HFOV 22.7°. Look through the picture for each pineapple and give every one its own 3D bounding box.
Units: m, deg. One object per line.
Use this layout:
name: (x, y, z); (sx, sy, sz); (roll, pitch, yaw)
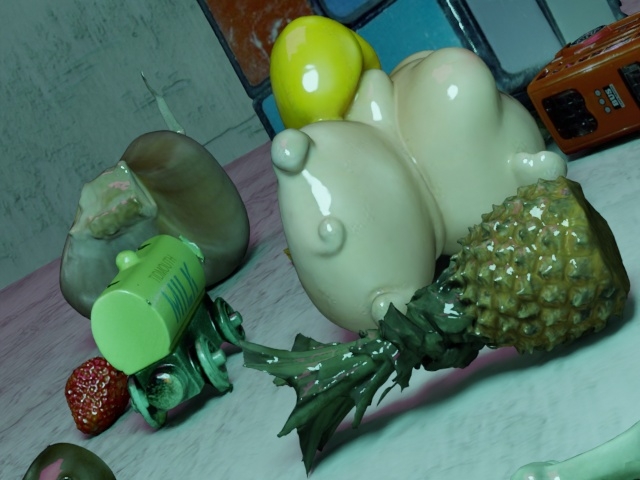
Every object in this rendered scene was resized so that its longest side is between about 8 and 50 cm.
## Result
pineapple: (0.078, 0.057, 1.127); (0.277, 0.119, 0.130); (-29, 28, 16)

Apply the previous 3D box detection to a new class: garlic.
garlic: (-0.235, -0.023, 2.112); (0.231, 0.246, 0.340); (-38, 22, 20)

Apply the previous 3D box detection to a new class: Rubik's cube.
Rubik's cube: (0.107, -0.251, 1.797); (0.318, 0.316, 0.313); (-33, -6, 40)

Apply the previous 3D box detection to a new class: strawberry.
strawberry: (-0.231, 0.167, 1.657); (0.073, 0.073, 0.083); (-27, 46, 18)

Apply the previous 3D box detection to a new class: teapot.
teapot: (-0.215, 0.218, 1.303); (0.068, 0.076, 0.121); (-54, -3, -47)

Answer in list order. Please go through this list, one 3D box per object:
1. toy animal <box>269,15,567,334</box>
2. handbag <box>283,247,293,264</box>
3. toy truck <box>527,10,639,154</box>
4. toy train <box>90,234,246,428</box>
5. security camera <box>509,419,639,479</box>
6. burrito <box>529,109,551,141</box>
toy animal: (0.089, -0.084, 1.429); (0.247, 0.277, 0.345); (-14, 10, 11)
handbag: (0.000, 0.000, 1.904); (0.083, 0.027, 0.061); (-35, 11, -14)
toy truck: (0.328, -0.168, 1.550); (0.114, 0.107, 0.253); (-38, 11, -37)
toy train: (-0.153, 0.077, 1.569); (0.105, 0.157, 0.253); (-29, 10, 12)
security camera: (0.168, 0.100, 0.765); (0.302, 0.080, 0.157); (-29, 10, 25)
burrito: (0.174, -0.088, 1.773); (0.185, 0.045, 0.041); (-28, 0, 1)
